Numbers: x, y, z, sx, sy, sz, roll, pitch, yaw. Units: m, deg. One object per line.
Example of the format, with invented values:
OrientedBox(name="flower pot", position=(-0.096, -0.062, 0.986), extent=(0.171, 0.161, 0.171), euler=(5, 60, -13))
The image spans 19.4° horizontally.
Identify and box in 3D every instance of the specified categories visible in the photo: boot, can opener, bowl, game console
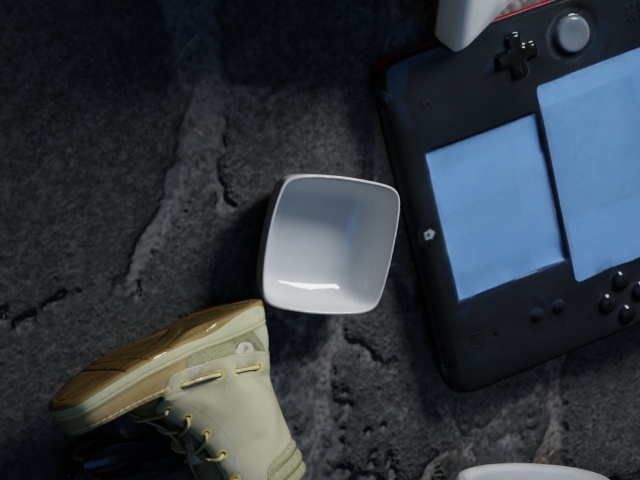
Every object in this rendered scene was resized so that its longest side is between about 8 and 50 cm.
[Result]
OrientedBox(name="boot", position=(-0.128, 0.188, 1.795), extent=(0.262, 0.095, 0.203), euler=(-26, 104, -46))
OrientedBox(name="can opener", position=(-0.168, 0.214, 1.857), extent=(0.186, 0.073, 0.059), euler=(-9, 100, -34))
OrientedBox(name="bowl", position=(0.000, 0.000, 1.881), extent=(0.142, 0.053, 0.142), euler=(6, 102, -28))
OrientedBox(name="game console", position=(0.244, -0.062, 1.981), extent=(0.342, 0.060, 0.386), euler=(-23, 113, -20))

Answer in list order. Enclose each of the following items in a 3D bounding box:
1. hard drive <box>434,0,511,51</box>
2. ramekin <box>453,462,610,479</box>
OrientedBox(name="hard drive", position=(0.191, -0.324, 1.760), extent=(0.040, 0.307, 0.203), euler=(40, 72, 14))
OrientedBox(name="ramekin", position=(0.227, 0.306, 1.999), extent=(0.207, 0.207, 0.109), euler=(0, 96, -26))
